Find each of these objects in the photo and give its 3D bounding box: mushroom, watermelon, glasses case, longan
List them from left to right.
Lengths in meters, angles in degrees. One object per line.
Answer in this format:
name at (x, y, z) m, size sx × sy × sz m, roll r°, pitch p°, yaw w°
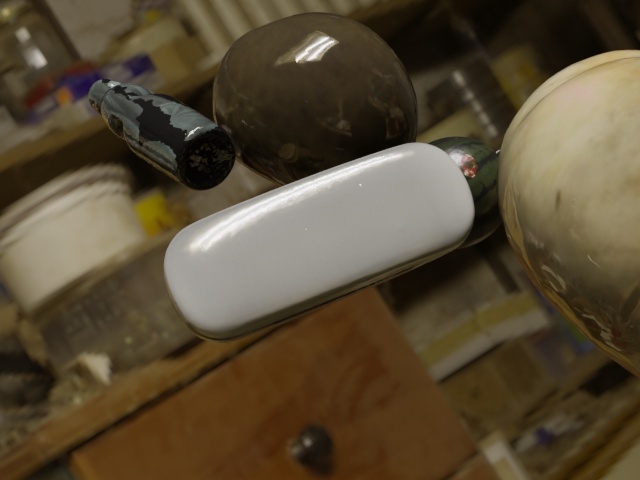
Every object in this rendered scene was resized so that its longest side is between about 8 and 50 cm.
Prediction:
longan at (-0.002, -0.136, 1.601) m, size 0.198 × 0.212 × 0.198 m, roll -61°, pitch -9°, yaw -16°
glasses case at (0.000, 0.000, 1.153) m, size 0.233 × 0.092 × 0.059 m, roll -23°, pitch -14°, yaw -11°
watermelon at (0.135, -0.053, 1.483) m, size 0.133 × 0.105 × 0.105 m, roll -38°, pitch -2°, yaw -15°
mushroom at (0.315, -0.013, 1.185) m, size 0.353 × 0.353 × 0.325 m, roll -36°, pitch 12°, yaw 45°

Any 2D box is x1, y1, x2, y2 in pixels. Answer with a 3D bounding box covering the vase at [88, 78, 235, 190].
vase at (-0.148, -0.102, 1.383) m, size 0.060 × 0.060 × 0.211 m, roll -31°, pitch 35°, yaw -20°
